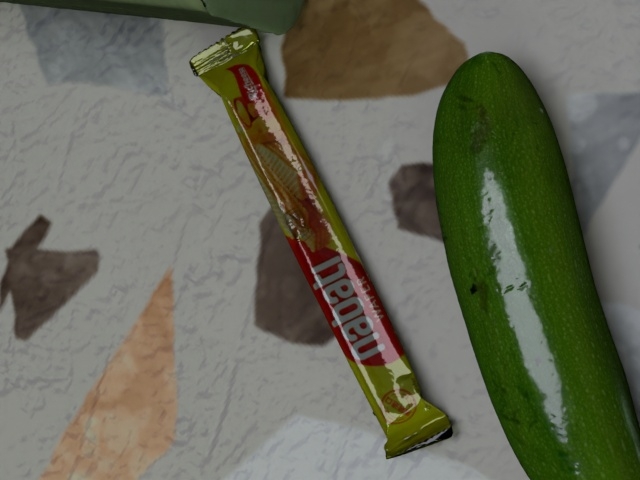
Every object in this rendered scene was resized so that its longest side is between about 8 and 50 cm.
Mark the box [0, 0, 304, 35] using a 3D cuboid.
[{"bbox_3d":[-0.167,-0.316,1.147,0.344,0.177,0.352,11,93,24],"label":"box"}]

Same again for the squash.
[{"bbox_3d":[0.120,0.034,1.050,0.082,0.082,0.292,-18,81,24],"label":"squash"}]

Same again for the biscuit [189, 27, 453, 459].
[{"bbox_3d":[0.000,0.000,1.140,0.048,0.026,0.292,-27,77,2],"label":"biscuit"}]
